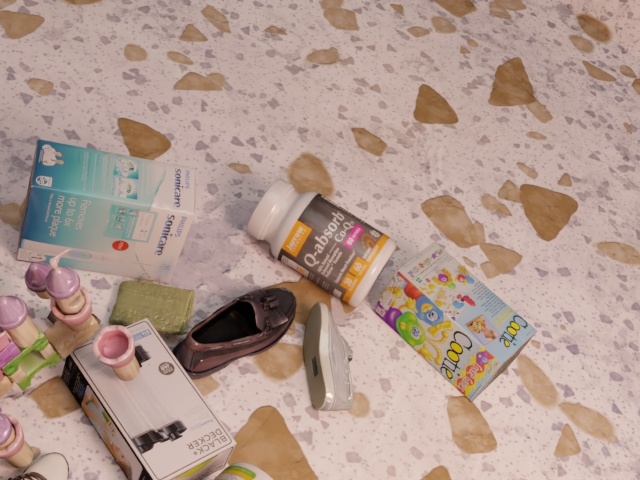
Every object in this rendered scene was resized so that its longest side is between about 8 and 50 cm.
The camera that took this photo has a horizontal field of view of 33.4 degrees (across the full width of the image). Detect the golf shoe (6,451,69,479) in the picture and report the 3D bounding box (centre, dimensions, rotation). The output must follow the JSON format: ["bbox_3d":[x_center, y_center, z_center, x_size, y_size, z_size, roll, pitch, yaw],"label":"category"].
[{"bbox_3d":[-0.452,0.394,1.655,0.077,0.094,0.198,31,43,5],"label":"golf shoe"}]

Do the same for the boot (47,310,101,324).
[{"bbox_3d":[-0.439,0.130,1.938,0.087,0.042,0.118,29,46,-7],"label":"boot"}]

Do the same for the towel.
[{"bbox_3d":[-0.311,0.126,1.984,0.148,0.027,0.110,8,48,1],"label":"towel"}]

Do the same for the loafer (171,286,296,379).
[{"bbox_3d":[-0.146,0.159,2.000,0.109,0.095,0.302,44,48,18],"label":"loafer"}]

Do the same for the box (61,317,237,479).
[{"bbox_3d":[-0.294,0.289,1.823,0.169,0.087,0.290,-21,62,-36],"label":"box"}]

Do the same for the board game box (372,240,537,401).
[{"bbox_3d":[0.268,0.162,2.154,0.275,0.142,0.144,43,47,16],"label":"board game box"}]

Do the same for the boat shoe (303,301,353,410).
[{"bbox_3d":[0.021,0.225,2.040,0.081,0.079,0.228,13,51,-26],"label":"boat shoe"}]

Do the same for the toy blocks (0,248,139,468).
[{"bbox_3d":[-0.490,0.146,1.674,0.288,0.260,0.309,-40,68,-16],"label":"toy blocks"}]

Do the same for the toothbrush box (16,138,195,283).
[{"bbox_3d":[-0.399,-0.049,1.989,0.295,0.216,0.126,10,48,-18],"label":"toothbrush box"}]

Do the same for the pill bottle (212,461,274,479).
[{"bbox_3d":[-0.172,0.473,1.678,0.136,0.136,0.245,40,46,13],"label":"pill bottle"}]

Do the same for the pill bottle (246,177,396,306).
[{"bbox_3d":[0.000,0.000,2.163,0.278,0.162,0.162,32,45,5],"label":"pill bottle"}]
